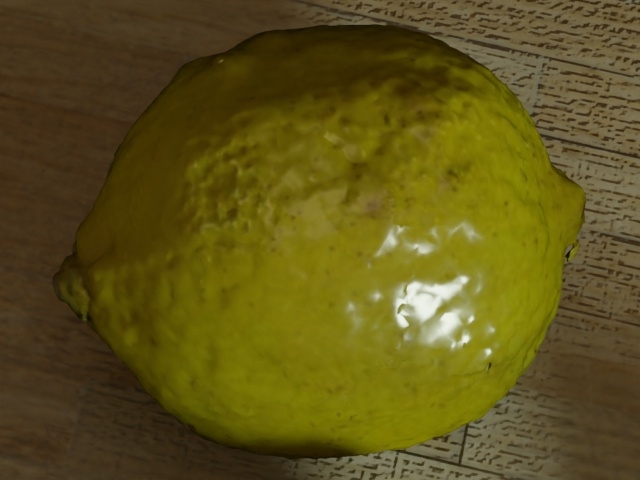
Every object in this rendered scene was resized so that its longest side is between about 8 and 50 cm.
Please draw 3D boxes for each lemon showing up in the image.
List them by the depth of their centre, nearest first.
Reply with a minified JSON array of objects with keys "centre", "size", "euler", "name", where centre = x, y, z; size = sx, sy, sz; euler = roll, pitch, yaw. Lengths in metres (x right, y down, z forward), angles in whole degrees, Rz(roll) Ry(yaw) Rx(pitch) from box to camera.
[{"centre":[0.000,0.000,1.119],"size":[0.321,0.268,0.268],"euler":[-1,67,-4],"name":"lemon"}]
